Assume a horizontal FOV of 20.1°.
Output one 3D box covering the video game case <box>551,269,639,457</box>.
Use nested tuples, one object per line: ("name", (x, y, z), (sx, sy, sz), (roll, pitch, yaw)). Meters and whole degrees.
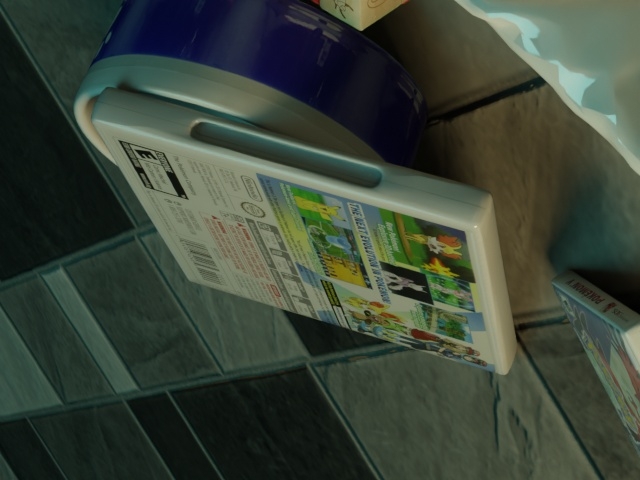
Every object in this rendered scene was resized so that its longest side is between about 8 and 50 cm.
("video game case", (0.246, 0.128, 1.339), (0.201, 0.023, 0.183), (62, 177, -13))

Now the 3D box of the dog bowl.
("dog bowl", (-0.053, -0.097, 1.418), (0.265, 0.104, 0.265), (19, 162, 7))

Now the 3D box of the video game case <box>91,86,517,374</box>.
("video game case", (0.000, 0.000, 1.410), (0.300, 0.036, 0.329), (16, 161, 15))

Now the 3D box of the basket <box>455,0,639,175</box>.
("basket", (0.266, -0.150, 0.634), (0.331, 0.266, 0.328), (46, 150, 16))

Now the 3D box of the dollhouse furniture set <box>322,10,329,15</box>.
("dollhouse furniture set", (-0.048, -0.216, 1.437), (0.152, 0.076, 0.058), (54, 154, -1))

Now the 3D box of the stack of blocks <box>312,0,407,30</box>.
("stack of blocks", (-0.005, -0.315, 1.250), (0.171, 0.087, 0.297), (36, 146, 31))
